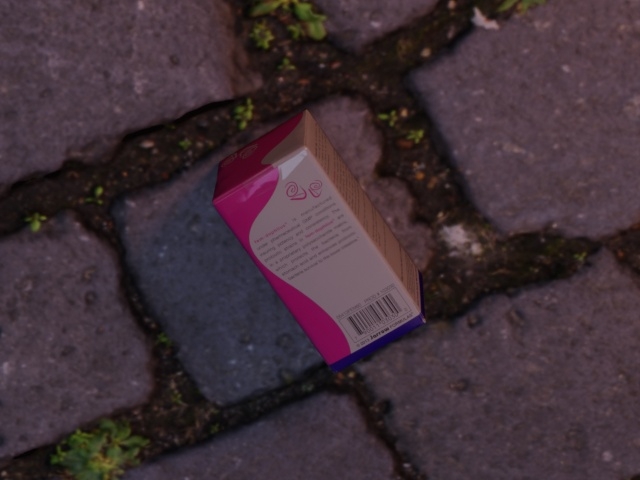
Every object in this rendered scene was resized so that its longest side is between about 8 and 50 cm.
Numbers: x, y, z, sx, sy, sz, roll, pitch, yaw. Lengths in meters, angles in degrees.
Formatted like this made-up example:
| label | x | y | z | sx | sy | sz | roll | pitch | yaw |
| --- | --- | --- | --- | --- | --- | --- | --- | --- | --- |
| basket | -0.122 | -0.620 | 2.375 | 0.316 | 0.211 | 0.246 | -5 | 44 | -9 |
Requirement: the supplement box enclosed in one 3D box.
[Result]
| label | x | y | z | sx | sy | sz | roll | pitch | yaw |
| --- | --- | --- | --- | --- | --- | --- | --- | --- | --- |
| supplement box | 0.000 | 0.000 | 1.964 | 0.111 | 0.114 | 0.220 | -30 | 111 | 13 |
